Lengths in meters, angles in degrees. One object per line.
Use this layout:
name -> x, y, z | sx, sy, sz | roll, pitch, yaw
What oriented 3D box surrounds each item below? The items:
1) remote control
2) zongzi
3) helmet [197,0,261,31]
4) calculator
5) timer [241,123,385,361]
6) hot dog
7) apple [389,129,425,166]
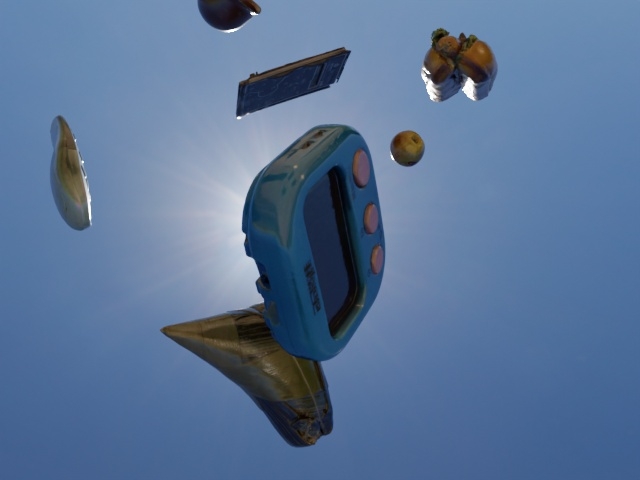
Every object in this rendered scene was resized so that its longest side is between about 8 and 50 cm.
remote control -> -0.342, -0.095, 0.867 | 0.045, 0.098, 0.256 | -8, -148, -21
zongzi -> -0.130, 0.265, 1.190 | 0.317, 0.154, 0.290 | -8, -101, -40
helmet -> -0.225, -0.540, 1.492 | 0.155, 0.106, 0.175 | 28, -160, -35
calculator -> -0.067, -0.360, 1.472 | 0.273, 0.166, 0.028 | -23, -102, -16
timer -> 0.000, 0.000, 1.030 | 0.115, 0.340, 0.309 | 5, -147, 27
hot dog -> 0.252, -0.315, 1.165 | 0.135, 0.101, 0.337 | 3, -175, 14
apple -> 0.195, -0.205, 1.428 | 0.083, 0.071, 0.084 | 17, -122, -29
